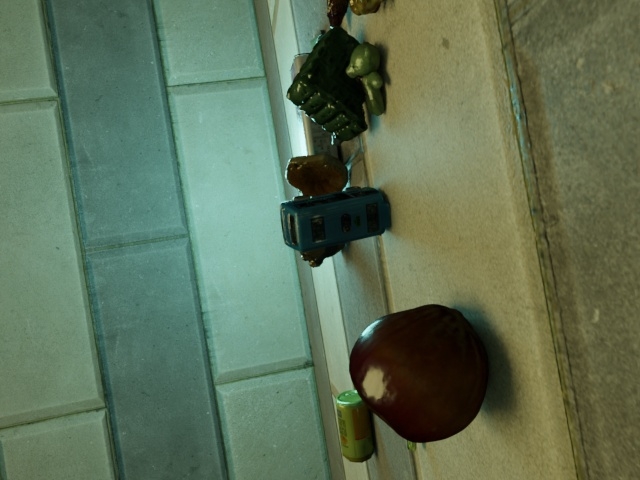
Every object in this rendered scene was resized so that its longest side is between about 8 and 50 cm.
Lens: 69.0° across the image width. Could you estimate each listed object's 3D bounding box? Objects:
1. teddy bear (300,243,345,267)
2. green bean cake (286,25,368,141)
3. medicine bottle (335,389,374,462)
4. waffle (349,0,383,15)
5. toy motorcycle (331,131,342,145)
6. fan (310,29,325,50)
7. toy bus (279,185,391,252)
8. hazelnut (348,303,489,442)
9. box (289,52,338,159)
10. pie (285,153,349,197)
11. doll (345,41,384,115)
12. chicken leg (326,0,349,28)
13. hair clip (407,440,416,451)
[{"bbox_3d":[0.019,0.000,1.569,0.251,0.129,0.181,-24,-68,-59],"label":"teddy bear"},{"bbox_3d":[0.049,-0.365,1.078,0.107,0.194,0.208,-22,40,64],"label":"green bean cake"},{"bbox_3d":[0.123,0.657,1.636,0.124,0.124,0.238,-146,47,-77],"label":"medicine bottle"},{"bbox_3d":[0.090,-0.562,0.834,0.309,0.065,0.283,-139,42,-80],"label":"waffle"},{"bbox_3d":[0.063,-0.316,1.224,0.193,0.061,0.124,123,145,-64],"label":"toy motorcycle"},{"bbox_3d":[-0.010,-0.638,1.485,0.193,0.016,0.038,-134,33,-75],"label":"fan"},{"bbox_3d":[0.038,-0.052,1.092,0.134,0.247,0.113,-150,51,-63],"label":"toy bus"},{"bbox_3d":[0.162,0.198,0.756,0.251,0.217,0.216,-14,-85,-76],"label":"hazelnut"},{"bbox_3d":[-0.019,-0.400,1.500,0.190,0.113,0.369,-163,66,-79],"label":"box"},{"bbox_3d":[-0.008,-0.189,1.407,0.195,0.195,0.046,95,-174,-56],"label":"pie"},{"bbox_3d":[0.099,-0.337,0.984,0.115,0.078,0.150,-95,-11,-64],"label":"doll"},{"bbox_3d":[0.027,-0.625,1.135,0.105,0.063,0.233,99,160,-75],"label":"chicken leg"},{"bbox_3d":[0.211,0.407,1.124,0.060,0.033,0.188,113,149,-69],"label":"hair clip"}]
